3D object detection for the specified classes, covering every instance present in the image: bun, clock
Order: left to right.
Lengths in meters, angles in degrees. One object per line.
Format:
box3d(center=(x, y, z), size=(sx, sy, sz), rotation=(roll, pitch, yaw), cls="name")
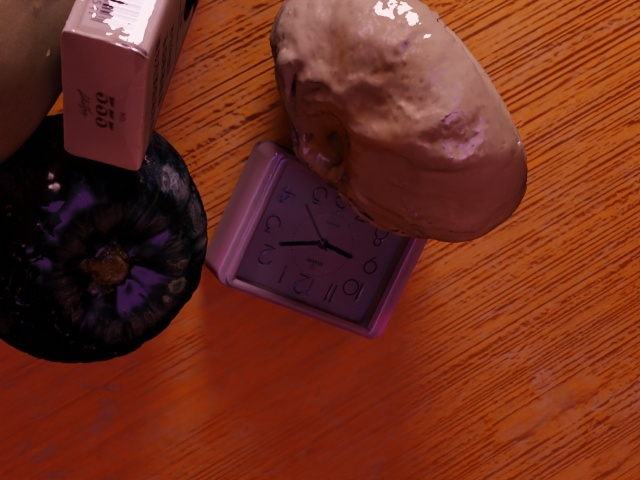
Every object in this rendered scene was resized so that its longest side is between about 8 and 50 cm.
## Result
box3d(center=(0.000, 0.000, 1.134), size=(0.197, 0.063, 0.150), rotation=(22, 98, -24), cls="clock")
box3d(center=(0.055, -0.106, 1.006), size=(0.146, 0.287, 0.287), rotation=(-42, 115, -10), cls="bun")

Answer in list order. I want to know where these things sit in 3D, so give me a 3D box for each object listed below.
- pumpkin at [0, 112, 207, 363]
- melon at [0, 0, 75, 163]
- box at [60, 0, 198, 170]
box3d(center=(-0.215, -0.001, 1.001), size=(0.233, 0.163, 0.233), rotation=(-12, 117, -25), cls="pumpkin")
box3d(center=(-0.319, -0.169, 0.867), size=(0.272, 0.271, 0.308), rotation=(44, 56, -25), cls="melon")
box3d(center=(-0.140, -0.207, 0.904), size=(0.071, 0.168, 0.259), rotation=(16, 61, -3), cls="box")
